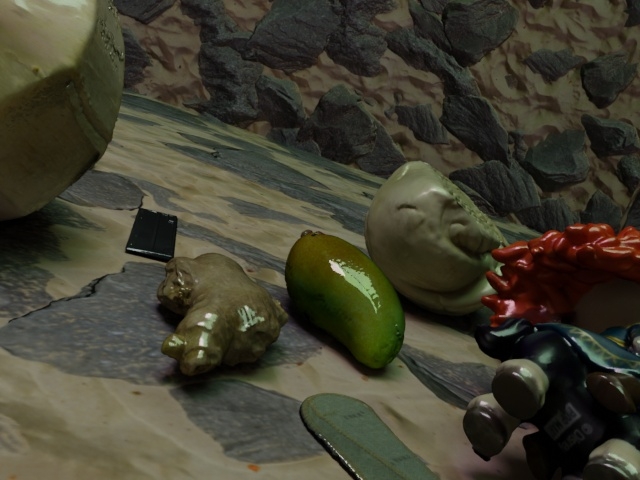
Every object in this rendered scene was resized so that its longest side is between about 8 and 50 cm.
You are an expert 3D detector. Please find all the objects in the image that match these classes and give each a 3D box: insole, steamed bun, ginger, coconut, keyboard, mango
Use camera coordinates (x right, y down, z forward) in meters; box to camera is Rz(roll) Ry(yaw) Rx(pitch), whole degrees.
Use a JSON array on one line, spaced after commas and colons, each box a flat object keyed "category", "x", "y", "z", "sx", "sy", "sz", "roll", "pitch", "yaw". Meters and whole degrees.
[{"category": "insole", "x": 0.107, "y": 0.221, "z": 0.431, "sx": 0.119, "sy": 0.009, "sz": 0.348, "roll": 5, "pitch": 20, "yaw": -45}, {"category": "steamed bun", "x": 0.189, "y": 0.013, "z": 0.968, "sx": 0.276, "sy": 0.203, "sz": 0.289, "roll": 46, "pitch": 17, "yaw": 0}, {"category": "ginger", "x": -0.097, "y": 0.074, "z": 0.582, "sx": 0.138, "sy": 0.074, "sz": 0.213, "roll": 5, "pitch": 14, "yaw": -19}, {"category": "coconut", "x": -0.386, "y": -0.199, "z": 0.619, "sx": 0.353, "sy": 0.352, "sz": 0.352, "roll": 19, "pitch": 14, "yaw": -5}, {"category": "keyboard", "x": -0.246, "y": -0.012, "z": 0.835, "sx": 0.067, "sy": 0.011, "sz": 0.202, "roll": 14, "pitch": 15, "yaw": -17}, {"category": "mango", "x": 0.025, "y": 0.067, "z": 0.714, "sx": 0.125, "sy": 0.111, "sz": 0.233, "roll": -1, "pitch": 34, "yaw": -23}]

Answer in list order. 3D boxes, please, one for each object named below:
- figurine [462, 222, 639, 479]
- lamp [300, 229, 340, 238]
[{"category": "figurine", "x": 0.312, "y": 0.128, "z": 0.573, "sx": 0.306, "sy": 0.241, "sz": 0.412, "roll": 13, "pitch": 31, "yaw": 16}, {"category": "lamp", "x": 0.000, "y": 0.000, "z": 1.100, "sx": 0.083, "sy": 0.031, "sz": 0.063, "roll": 20, "pitch": 12, "yaw": 14}]
